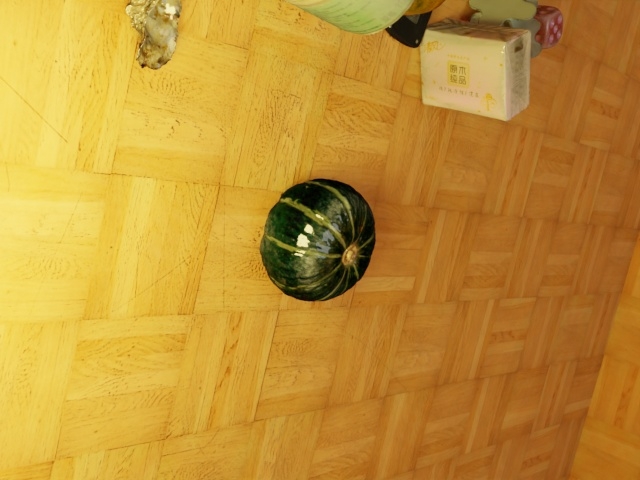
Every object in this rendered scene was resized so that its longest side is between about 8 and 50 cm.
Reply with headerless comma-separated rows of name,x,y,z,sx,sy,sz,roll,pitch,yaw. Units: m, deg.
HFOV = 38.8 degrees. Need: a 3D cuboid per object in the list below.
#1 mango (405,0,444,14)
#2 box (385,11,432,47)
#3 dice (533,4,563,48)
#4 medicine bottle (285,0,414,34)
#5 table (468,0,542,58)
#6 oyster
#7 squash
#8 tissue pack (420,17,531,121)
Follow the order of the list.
mango,0.204,-0.556,1.829,0.359,0.144,0.186,-30,111,-43
box,0.193,-0.485,1.949,0.126,0.027,0.125,16,93,-53
dice,0.561,-0.546,2.327,0.091,0.093,0.094,-31,128,-40
medicine bottle,-0.021,-0.508,1.498,0.406,0.236,0.235,10,97,-53
table,0.444,-0.487,2.167,0.166,0.167,0.198,-54,148,-20
oyster,-0.257,-0.356,1.422,0.105,0.056,0.177,-14,117,-61
squash,0.000,0.000,1.810,0.252,0.165,0.252,-29,131,-41
tissue pack,0.341,-0.380,2.016,0.124,0.225,0.184,-31,128,-40
